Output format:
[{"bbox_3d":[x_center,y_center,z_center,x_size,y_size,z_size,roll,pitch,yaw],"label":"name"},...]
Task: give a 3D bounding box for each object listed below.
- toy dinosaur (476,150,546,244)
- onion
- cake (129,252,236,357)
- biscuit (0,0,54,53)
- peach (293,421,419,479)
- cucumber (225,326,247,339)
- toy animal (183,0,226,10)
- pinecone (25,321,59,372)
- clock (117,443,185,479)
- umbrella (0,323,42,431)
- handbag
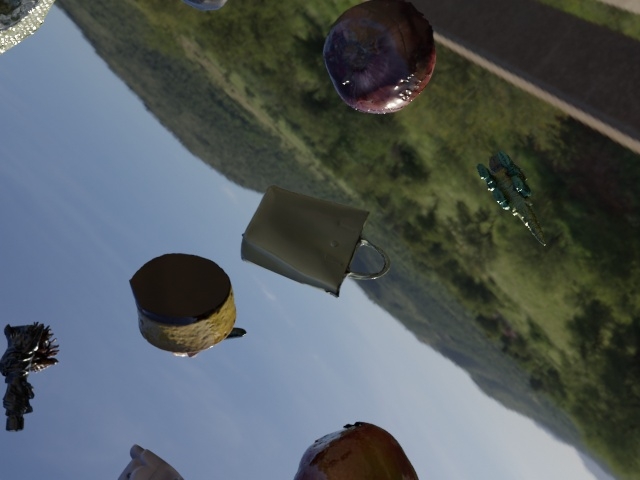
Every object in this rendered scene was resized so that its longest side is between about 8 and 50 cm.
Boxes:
[{"bbox_3d":[0.452,-0.105,1.696,0.153,0.094,0.259,24,-143,-54],"label":"toy dinosaur"},{"bbox_3d":[0.132,-0.400,1.575,0.252,0.252,0.219,46,-149,8],"label":"onion"},{"bbox_3d":[-0.268,0.145,1.419,0.207,0.178,0.185,10,-140,-4],"label":"cake"},{"bbox_3d":[-0.486,-0.382,1.147,0.046,0.250,0.147,52,-146,4],"label":"biscuit"},{"bbox_3d":[0.062,0.425,1.213,0.231,0.231,0.231,45,-176,-4],"label":"peach"},{"bbox_3d":[-0.248,0.240,1.858,0.032,0.133,0.032,-9,-90,-69],"label":"cucumber"},{"bbox_3d":[-0.238,-0.474,1.131,0.235,0.187,0.165,15,177,-32],"label":"toy animal"},{"bbox_3d":[-0.646,0.242,1.648,0.102,0.102,0.110,-108,3,-81],"label":"pinecone"},{"bbox_3d":[-0.450,0.628,1.687,0.188,0.254,0.189,29,147,22],"label":"clock"},{"bbox_3d":[-0.641,0.287,1.528,0.071,0.080,0.224,50,-142,-73],"label":"umbrella"},{"bbox_3d":[0.000,0.000,1.574,0.315,0.241,0.109,16,143,11],"label":"handbag"}]
